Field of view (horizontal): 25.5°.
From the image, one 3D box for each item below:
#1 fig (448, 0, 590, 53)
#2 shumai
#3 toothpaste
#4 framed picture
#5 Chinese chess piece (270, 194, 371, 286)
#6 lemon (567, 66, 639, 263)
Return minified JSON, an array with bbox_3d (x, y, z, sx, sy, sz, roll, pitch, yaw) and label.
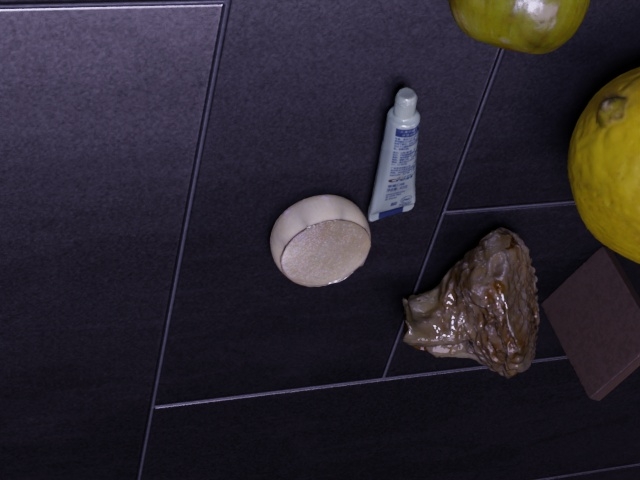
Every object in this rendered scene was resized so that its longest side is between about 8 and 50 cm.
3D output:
[{"bbox_3d":[0.202,-0.283,1.429,0.148,0.186,0.142,15,175,-12],"label":"fig"},{"bbox_3d":[0.189,0.084,1.826,0.175,0.166,0.206,0,130,14],"label":"shumai"},{"bbox_3d":[0.089,-0.096,1.640,0.062,0.037,0.216,-13,144,-12],"label":"toothpaste"},{"bbox_3d":[0.376,0.110,1.899,0.023,0.168,0.128,18,126,-38],"label":"framed picture"},{"bbox_3d":[0.000,0.000,1.697,0.122,0.051,0.122,-12,138,-11],"label":"Chinese chess piece"},{"bbox_3d":[0.413,-0.084,1.637,0.267,0.267,0.267,-13,140,-11],"label":"lemon"}]
